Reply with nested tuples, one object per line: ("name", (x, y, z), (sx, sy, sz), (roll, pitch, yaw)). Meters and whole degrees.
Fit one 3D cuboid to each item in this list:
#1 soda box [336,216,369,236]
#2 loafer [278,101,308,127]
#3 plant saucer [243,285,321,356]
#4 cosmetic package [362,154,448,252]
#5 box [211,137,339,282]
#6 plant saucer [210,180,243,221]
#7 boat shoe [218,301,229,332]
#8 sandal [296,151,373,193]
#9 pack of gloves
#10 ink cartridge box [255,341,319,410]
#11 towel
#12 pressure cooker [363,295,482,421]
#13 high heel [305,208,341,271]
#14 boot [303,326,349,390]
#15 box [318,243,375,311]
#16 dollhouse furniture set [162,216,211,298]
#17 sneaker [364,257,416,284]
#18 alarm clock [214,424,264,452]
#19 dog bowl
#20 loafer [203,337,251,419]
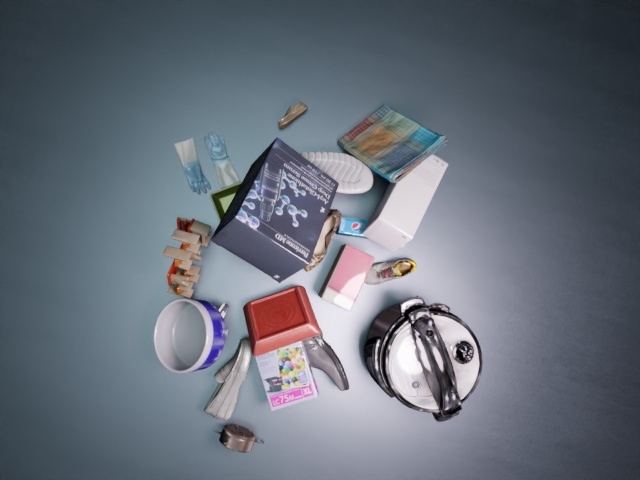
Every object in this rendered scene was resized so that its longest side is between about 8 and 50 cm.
("soda box", (0.173, -0.045, 1.842), (0.210, 0.071, 0.067), (9, 84, -4))
("loafer", (-0.119, -0.510, 1.856), (0.148, 0.056, 0.050), (-39, 90, -16))
("plant saucer", (-0.156, 0.283, 1.719), (0.259, 0.258, 0.048), (-19, 131, -5))
("cosmetic package", (0.325, -0.156, 1.756), (0.155, 0.197, 0.366), (32, 66, -3))
("box", (-0.151, -0.108, 1.628), (0.293, 0.212, 0.396), (34, 53, -19))
("plant saucer", (-0.316, -0.128, 1.818), (0.188, 0.045, 0.188), (-21, 89, -6))
("boat shoe", (-0.402, 0.361, 1.756), (0.079, 0.095, 0.255), (25, 86, -1))
("sandal", (0.007, -0.271, 1.835), (0.416, 0.102, 0.169), (12, 70, 8))
("pack of gloves", (-0.453, -0.311, 1.818), (0.195, 0.046, 0.232), (-22, 89, -5))
("ink cartridge box", (-0.139, 0.455, 1.712), (0.185, 0.065, 0.311), (-18, 83, 4))
("towel", (0.264, -0.385, 1.774), (0.271, 0.040, 0.370), (-39, 49, -7))
("pressure cooker", (0.370, 0.409, 1.659), (0.369, 0.420, 0.376), (29, 85, -3))
("high heel", (0.000, 0.000, 1.767), (0.093, 0.186, 0.261), (25, 85, -3))
("boot", (-0.052, 0.474, 1.784), (0.222, 0.118, 0.338), (-32, 80, -2))
("box", (0.099, 0.143, 1.786), (0.126, 0.148, 0.232), (25, 85, -4))
("dollhouse furniture set", (-0.513, 0.046, 1.703), (0.135, 0.262, 0.259), (16, 52, -2))
("sneaker", (0.277, 0.118, 1.831), (0.225, 0.093, 0.088), (-19, 88, -5))
("alarm clock", (-0.295, 0.747, 1.734), (0.192, 0.129, 0.064), (27, 81, -31))
("dog bowl", (-0.482, 0.347, 1.684), (0.264, 0.104, 0.265), (-5, 79, 28))
("loafer", (-0.349, 0.521, 1.743), (0.111, 0.112, 0.320), (20, 86, -12))
